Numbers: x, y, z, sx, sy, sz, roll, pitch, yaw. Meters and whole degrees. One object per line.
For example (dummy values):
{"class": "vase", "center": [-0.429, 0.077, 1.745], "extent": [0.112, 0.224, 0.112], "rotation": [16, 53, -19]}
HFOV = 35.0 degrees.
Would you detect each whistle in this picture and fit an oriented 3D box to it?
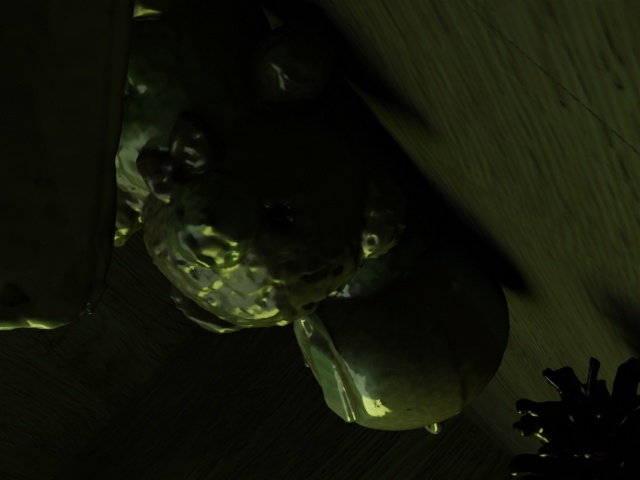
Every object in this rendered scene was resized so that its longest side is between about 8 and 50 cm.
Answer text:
{"class": "whistle", "center": [0.051, 0.013, 0.821], "extent": [0.189, 0.189, 0.347], "rotation": [35, 150, 61]}

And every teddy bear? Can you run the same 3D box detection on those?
{"class": "teddy bear", "center": [-0.078, -0.065, 0.680], "extent": [0.267, 0.236, 0.151], "rotation": [64, -154, 5]}

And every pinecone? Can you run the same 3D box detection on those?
{"class": "pinecone", "center": [0.198, 0.151, 0.667], "extent": [0.165, 0.163, 0.163], "rotation": [58, 172, -13]}

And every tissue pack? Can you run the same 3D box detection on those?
{"class": "tissue pack", "center": [-0.271, -0.118, 0.571], "extent": [0.207, 0.297, 0.380], "rotation": [3, -177, -40]}
